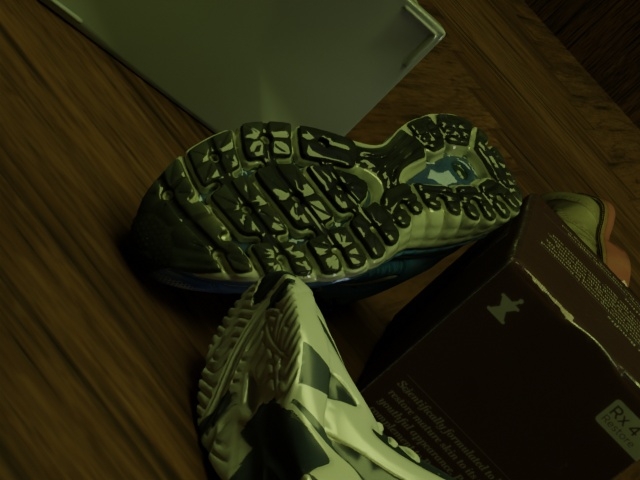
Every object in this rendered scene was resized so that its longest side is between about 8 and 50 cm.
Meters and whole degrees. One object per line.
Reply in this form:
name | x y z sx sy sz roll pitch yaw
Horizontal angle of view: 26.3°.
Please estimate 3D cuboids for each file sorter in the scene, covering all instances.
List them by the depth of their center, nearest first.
file sorter | -0.071 -0.224 1.172 0.278 0.193 0.173 37 20 -26

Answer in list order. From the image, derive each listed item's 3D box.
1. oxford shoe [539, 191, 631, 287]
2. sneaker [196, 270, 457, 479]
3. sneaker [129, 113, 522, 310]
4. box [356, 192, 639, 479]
oxford shoe | 0.242 0.000 1.486 0.130 0.123 0.348 23 13 -4
sneaker | 0.018 0.134 0.808 0.153 0.094 0.235 33 24 -36
sneaker | 0.000 0.000 0.993 0.330 0.147 0.129 -6 60 -43
box | 0.151 0.095 1.039 0.168 0.167 0.203 46 20 -2
